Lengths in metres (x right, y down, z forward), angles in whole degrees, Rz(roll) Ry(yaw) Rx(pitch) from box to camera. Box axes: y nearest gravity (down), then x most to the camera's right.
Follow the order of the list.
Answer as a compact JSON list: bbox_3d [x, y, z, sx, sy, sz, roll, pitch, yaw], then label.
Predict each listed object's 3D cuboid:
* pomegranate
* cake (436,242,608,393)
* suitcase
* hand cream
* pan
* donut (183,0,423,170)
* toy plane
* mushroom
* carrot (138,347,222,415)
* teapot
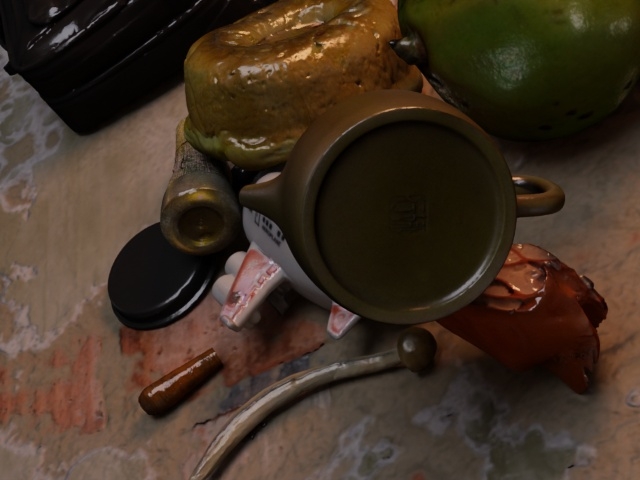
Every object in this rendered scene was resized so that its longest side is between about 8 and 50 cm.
[{"bbox_3d":[0.231,-0.245,1.673,0.341,0.260,0.260,-33,42,0],"label":"pomegranate"},{"bbox_3d":[0.125,0.024,1.516,0.287,0.135,0.098,29,74,20],"label":"cake"},{"bbox_3d":[-0.254,-0.329,2.123,0.339,0.188,0.345,-34,44,12],"label":"suitcase"},{"bbox_3d":[-0.132,-0.068,1.847,0.084,0.084,0.203,-28,31,11],"label":"hand cream"},{"bbox_3d":[-0.144,-0.006,1.860,0.136,0.028,0.235,19,66,42],"label":"pan"},{"bbox_3d":[-0.016,-0.172,1.796,0.208,0.128,0.261,14,36,44],"label":"donut"},{"bbox_3d":[0.002,0.002,1.693,0.252,0.118,0.252,-20,42,19],"label":"toy plane"},{"bbox_3d":[-0.027,0.160,1.635,0.306,0.043,0.068,-30,18,11],"label":"mushroom"},{"bbox_3d":[-0.141,0.142,1.728,0.093,0.032,0.032,-34,42,-3],"label":"carrot"},{"bbox_3d":[0.068,-0.036,1.438,0.268,0.185,0.175,-2,14,-10],"label":"teapot"}]
